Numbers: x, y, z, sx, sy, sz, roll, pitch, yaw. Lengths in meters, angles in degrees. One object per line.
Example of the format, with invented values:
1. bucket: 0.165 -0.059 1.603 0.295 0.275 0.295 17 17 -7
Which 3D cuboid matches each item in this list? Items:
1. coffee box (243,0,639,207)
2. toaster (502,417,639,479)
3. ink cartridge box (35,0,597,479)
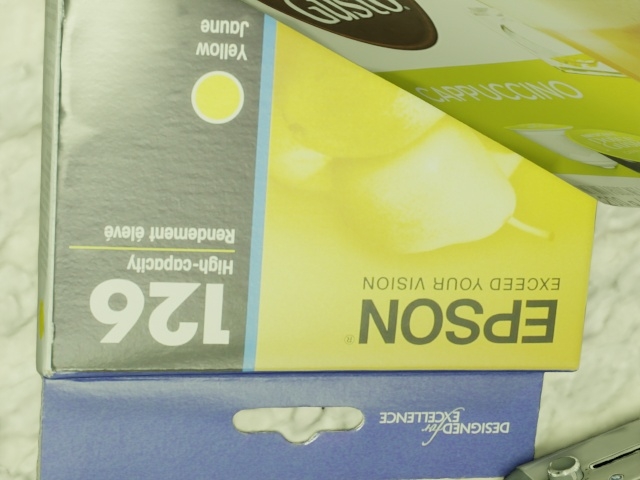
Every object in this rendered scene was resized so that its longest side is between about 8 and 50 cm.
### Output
1. coffee box: 0.148 -0.228 0.667 0.334 0.338 0.338 27 81 -23
2. toaster: 0.214 0.205 0.955 0.146 0.129 0.227 -26 109 -8
3. ink cartridge box: 0.000 0.000 0.887 0.304 0.072 0.307 0 102 -13
